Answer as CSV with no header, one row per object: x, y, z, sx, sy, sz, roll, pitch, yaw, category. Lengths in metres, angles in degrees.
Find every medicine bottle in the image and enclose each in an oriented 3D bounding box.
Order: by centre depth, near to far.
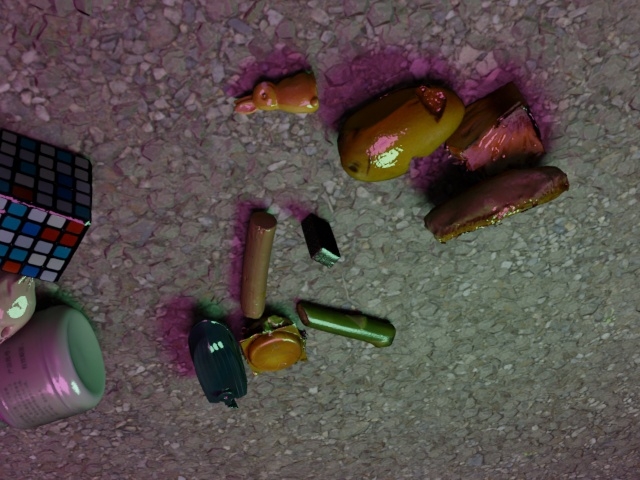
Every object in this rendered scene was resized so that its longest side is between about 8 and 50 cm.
-0.647,0.288,1.823,0.302,0.241,0.241,-17,135,3,medicine bottle

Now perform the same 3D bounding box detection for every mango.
0.155,-0.209,1.627,0.262,0.130,0.167,-32,138,10,mango

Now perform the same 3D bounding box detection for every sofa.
0.000,0.000,1.795,0.060,0.118,0.039,27,120,-33,sofa

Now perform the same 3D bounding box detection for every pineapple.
0.356,-0.219,1.696,0.236,0.114,0.186,-5,135,-23,pineapple

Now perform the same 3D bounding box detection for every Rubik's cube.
-0.538,-0.059,1.554,0.187,0.184,0.182,19,126,-28,Rubik's cube

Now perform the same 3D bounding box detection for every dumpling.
-0.642,0.110,1.726,0.118,0.136,0.199,23,101,-44,dumpling

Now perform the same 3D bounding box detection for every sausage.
-0.140,0.060,1.856,0.066,0.066,0.301,0,133,-14,sausage

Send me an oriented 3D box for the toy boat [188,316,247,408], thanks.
-0.246,0.273,1.993,0.114,0.122,0.296,-13,136,-4,toy boat

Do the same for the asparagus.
0.062,0.207,2.053,0.278,0.060,0.067,14,138,-25,asparagus

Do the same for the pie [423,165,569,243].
0.369,-0.079,1.753,0.315,0.092,0.315,-20,173,-2,pie

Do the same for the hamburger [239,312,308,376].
-0.114,0.240,2.017,0.164,0.093,0.189,-8,136,-10,hamburger

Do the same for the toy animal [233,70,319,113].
-0.083,-0.262,1.552,0.159,0.083,0.070,-5,127,3,toy animal
